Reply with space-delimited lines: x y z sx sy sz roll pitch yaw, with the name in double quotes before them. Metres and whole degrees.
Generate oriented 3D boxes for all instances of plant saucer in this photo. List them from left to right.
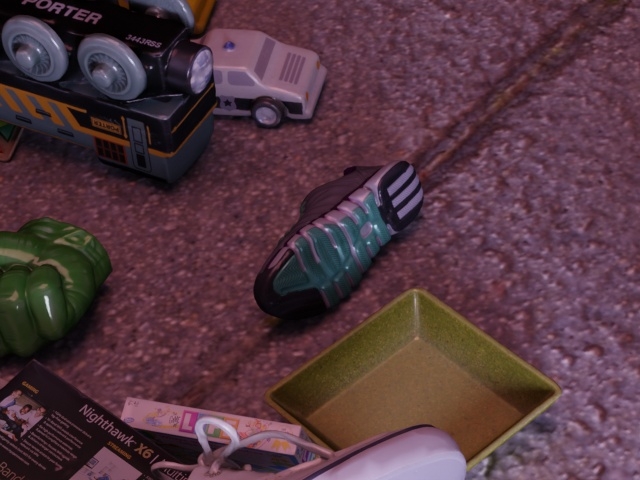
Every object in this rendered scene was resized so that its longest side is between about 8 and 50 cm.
"plant saucer" 0.080 0.145 1.494 0.188 0.045 0.188 -34 49 -25

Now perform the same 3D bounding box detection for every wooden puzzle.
"wooden puzzle" -0.357 -0.113 1.860 0.078 0.014 0.116 -2 44 7

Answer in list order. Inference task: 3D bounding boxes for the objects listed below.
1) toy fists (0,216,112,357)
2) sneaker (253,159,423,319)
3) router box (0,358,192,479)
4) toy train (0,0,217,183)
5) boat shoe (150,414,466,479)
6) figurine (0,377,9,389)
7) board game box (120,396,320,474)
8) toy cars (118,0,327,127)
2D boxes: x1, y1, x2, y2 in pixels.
"toy fists" -0.344 0.030 1.649 0.279 0.096 0.142 14 49 20
"sneaker" 0.000 0.000 1.656 0.098 0.083 0.223 7 37 46
"router box" -0.195 0.265 1.352 0.308 0.081 0.243 32 56 23
"toy train" -0.256 -0.179 1.779 0.333 0.190 0.142 17 47 21
"boat shoe" -0.077 0.210 1.277 0.367 0.136 0.156 -30 54 -14
"figurine" -0.390 0.183 1.513 0.209 0.092 0.215 7 45 4
"board game box" -0.080 0.171 1.449 0.154 0.103 0.026 8 68 16
"toy cars" -0.156 -0.238 1.906 0.176 0.087 0.393 -32 48 -22
